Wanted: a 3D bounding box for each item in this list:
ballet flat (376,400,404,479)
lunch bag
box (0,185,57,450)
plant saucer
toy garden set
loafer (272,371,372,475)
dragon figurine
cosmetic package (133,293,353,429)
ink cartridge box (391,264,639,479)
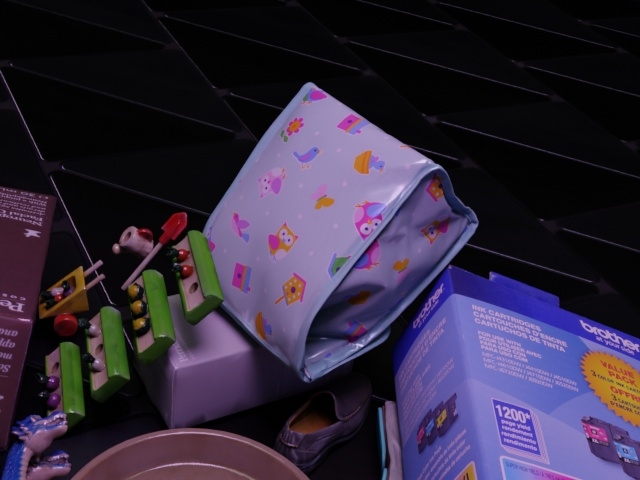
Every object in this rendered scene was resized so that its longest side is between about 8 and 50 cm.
[{"bbox_3d":[0.088,0.248,0.918,0.068,0.072,0.213,5,34,3],"label":"ballet flat"},{"bbox_3d":[0.000,0.000,0.963,0.223,0.262,0.160,38,-1,38],"label":"lunch bag"},{"bbox_3d":[-0.385,0.047,0.902,0.191,0.143,0.381,12,17,-18],"label":"box"},{"bbox_3d":[-0.120,0.293,0.832,0.277,0.041,0.278,7,35,-5],"label":"plant saucer"},{"bbox_3d":[-0.227,0.063,0.970,0.049,0.244,0.204,40,17,-38],"label":"toy garden set"},{"bbox_3d":[0.010,0.192,0.985,0.062,0.061,0.170,24,37,20],"label":"loafer"},{"bbox_3d":[-0.318,0.263,0.758,0.289,0.085,0.144,-35,32,-29],"label":"dragon figurine"},{"bbox_3d":[-0.086,0.118,1.027,0.238,0.107,0.127,-11,37,-32],"label":"cosmetic package"},{"bbox_3d":[0.225,0.196,0.915,0.270,0.151,0.395,21,31,-14],"label":"ink cartridge box"}]
